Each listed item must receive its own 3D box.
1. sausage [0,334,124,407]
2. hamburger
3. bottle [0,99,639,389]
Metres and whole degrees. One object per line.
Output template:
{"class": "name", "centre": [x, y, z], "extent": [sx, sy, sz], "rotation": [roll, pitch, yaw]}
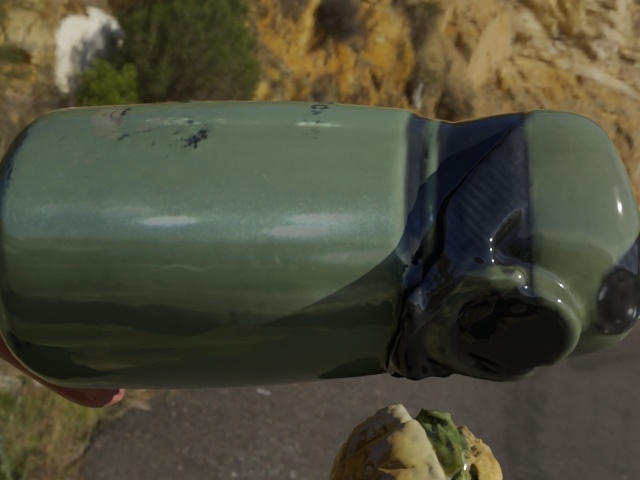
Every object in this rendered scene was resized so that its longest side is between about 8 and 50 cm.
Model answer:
{"class": "sausage", "centre": [-0.199, 0.062, 0.741], "extent": [0.154, 0.062, 0.062], "rotation": [34, 4, -4]}
{"class": "hamburger", "centre": [0.061, 0.227, 0.695], "extent": [0.135, 0.155, 0.207], "rotation": [-8, 34, 9]}
{"class": "bottle", "centre": [0.000, 0.001, 0.588], "extent": [0.347, 0.168, 0.168], "rotation": [-1, 1, 14]}
